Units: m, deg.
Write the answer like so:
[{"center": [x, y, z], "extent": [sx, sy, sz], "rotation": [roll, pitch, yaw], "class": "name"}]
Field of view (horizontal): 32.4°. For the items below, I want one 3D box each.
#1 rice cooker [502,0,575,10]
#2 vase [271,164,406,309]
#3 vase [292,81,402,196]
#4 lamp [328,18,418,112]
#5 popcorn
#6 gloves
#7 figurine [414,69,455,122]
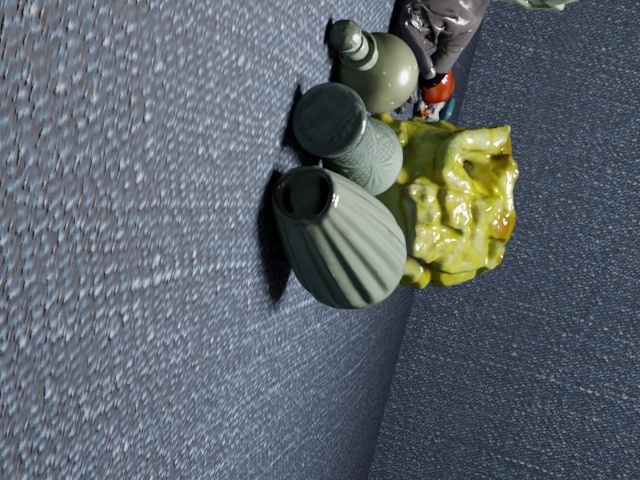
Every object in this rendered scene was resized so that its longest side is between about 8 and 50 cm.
[{"center": [0.251, -0.451, 1.354], "extent": [0.288, 0.288, 0.277], "rotation": [24, 85, -80], "class": "rice cooker"}, {"center": [0.015, -0.007, 1.164], "extent": [0.248, 0.128, 0.128], "rotation": [50, 54, -66], "class": "vase"}, {"center": [0.028, -0.108, 1.175], "extent": [0.219, 0.096, 0.096], "rotation": [29, 75, -77], "class": "vase"}, {"center": [0.049, -0.201, 1.211], "extent": [0.163, 0.091, 0.091], "rotation": [34, 70, -63], "class": "lamp"}, {"center": [0.154, -0.056, 1.535], "extent": [0.293, 0.237, 0.293], "rotation": [13, 90, -84], "class": "popcorn"}, {"center": [0.173, -0.306, 1.572], "extent": [0.142, 0.119, 0.286], "rotation": [20, 107, -50], "class": "gloves"}, {"center": [0.216, -0.269, 2.059], "extent": [0.140, 0.075, 0.068], "rotation": [98, 12, -46], "class": "figurine"}]
